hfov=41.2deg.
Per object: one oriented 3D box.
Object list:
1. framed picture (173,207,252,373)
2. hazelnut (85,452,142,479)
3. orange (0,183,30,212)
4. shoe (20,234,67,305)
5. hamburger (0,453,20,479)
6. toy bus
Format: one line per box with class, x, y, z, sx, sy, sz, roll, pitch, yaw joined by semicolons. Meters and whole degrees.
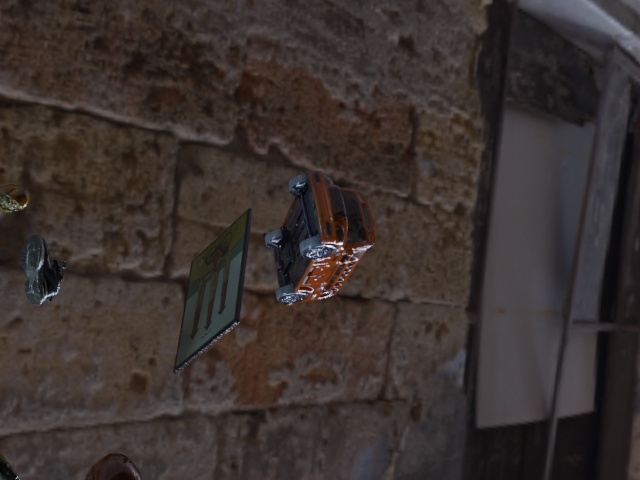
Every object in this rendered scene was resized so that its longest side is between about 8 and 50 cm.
framed picture;-0.234;0.107;1.868;0.013;0.323;0.244;30;130;-26
hazelnut;-0.272;0.325;1.112;0.086;0.086;0.086;6;178;0
orange;-0.750;-0.101;2.075;0.086;0.062;0.086;-2;-145;2
shoe;-0.646;0.066;2.017;0.071;0.169;0.099;9;-166;37
hamburger;-0.651;0.396;1.478;0.168;0.288;0.192;-42;-158;-24
toy bus;0.000;0.000;1.541;0.153;0.142;0.329;-5;156;-16
